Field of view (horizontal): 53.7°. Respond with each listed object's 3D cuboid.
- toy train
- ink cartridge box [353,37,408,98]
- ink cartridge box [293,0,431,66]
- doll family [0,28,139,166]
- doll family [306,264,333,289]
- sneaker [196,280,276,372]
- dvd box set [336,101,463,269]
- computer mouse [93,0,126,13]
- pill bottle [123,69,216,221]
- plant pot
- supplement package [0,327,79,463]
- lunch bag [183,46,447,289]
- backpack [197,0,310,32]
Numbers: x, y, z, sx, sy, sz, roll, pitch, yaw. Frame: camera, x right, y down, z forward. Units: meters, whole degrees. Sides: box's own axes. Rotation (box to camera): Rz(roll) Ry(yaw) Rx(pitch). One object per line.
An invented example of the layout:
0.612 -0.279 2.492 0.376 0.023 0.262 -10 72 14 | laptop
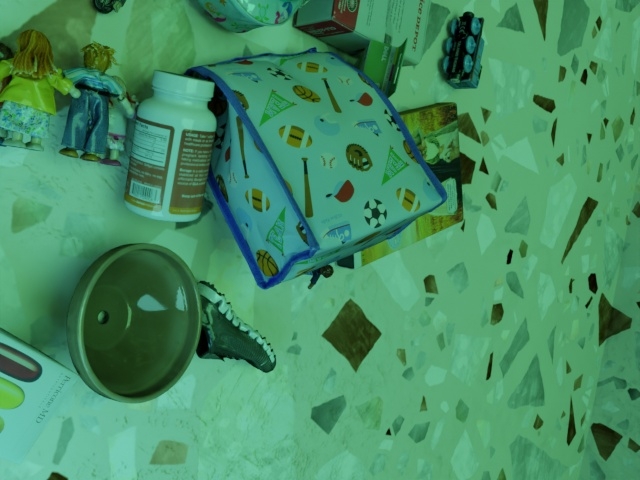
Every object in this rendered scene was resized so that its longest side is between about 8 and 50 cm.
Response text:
0.360 -0.469 1.566 0.105 0.080 0.184 20 80 -54 | toy train
0.103 -0.321 1.244 0.062 0.209 0.108 15 85 -9 | ink cartridge box
0.094 -0.482 1.269 0.273 0.114 0.196 10 89 -44 | ink cartridge box
-0.348 -0.199 0.874 0.263 0.118 0.163 6 92 -45 | doll family
0.000 0.000 1.258 0.076 0.111 0.192 -3 99 -45 | doll family
-0.173 0.183 1.146 0.106 0.078 0.234 -52 125 -22 | sneaker
0.182 -0.139 1.452 0.421 0.062 0.307 -20 110 -41 | dvd box set
-0.347 -0.416 0.897 0.193 0.042 0.106 36 76 -48 | computer mouse
-0.227 -0.146 0.975 0.121 0.121 0.216 0 109 -45 | pill bottle
-0.301 0.122 0.965 0.237 0.110 0.237 2 88 -57 | plant pot
-0.466 0.162 0.807 0.244 0.134 0.139 45 66 -39 | supplement package
-0.029 -0.153 1.108 0.328 0.239 0.385 -22 80 -39 | lunch bag
-0.099 -0.476 1.039 0.253 0.191 0.225 -55 131 -17 | backpack
